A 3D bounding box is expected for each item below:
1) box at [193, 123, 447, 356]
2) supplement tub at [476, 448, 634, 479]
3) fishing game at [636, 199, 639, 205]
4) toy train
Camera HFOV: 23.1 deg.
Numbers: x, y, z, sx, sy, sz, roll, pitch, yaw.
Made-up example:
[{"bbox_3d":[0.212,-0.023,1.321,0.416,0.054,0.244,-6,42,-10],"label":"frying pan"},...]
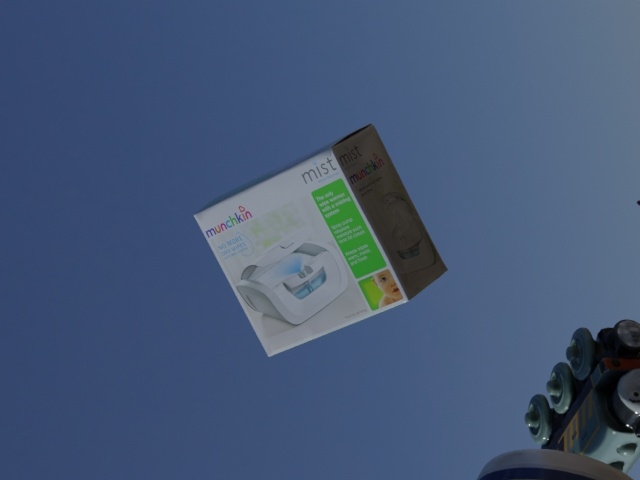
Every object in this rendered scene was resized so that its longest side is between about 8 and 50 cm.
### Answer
[{"bbox_3d":[0.000,0.000,2.139,0.127,0.262,0.231,-35,-80,-53],"label":"box"},{"bbox_3d":[0.270,0.437,1.890,0.228,0.228,0.316,53,-135,-47],"label":"supplement tub"},{"bbox_3d":[0.507,-0.169,2.100,0.041,0.189,0.264,32,-105,-14],"label":"fishing game"},{"bbox_3d":[0.405,0.262,2.267,0.334,0.142,0.190,111,156,-49],"label":"toy train"}]
